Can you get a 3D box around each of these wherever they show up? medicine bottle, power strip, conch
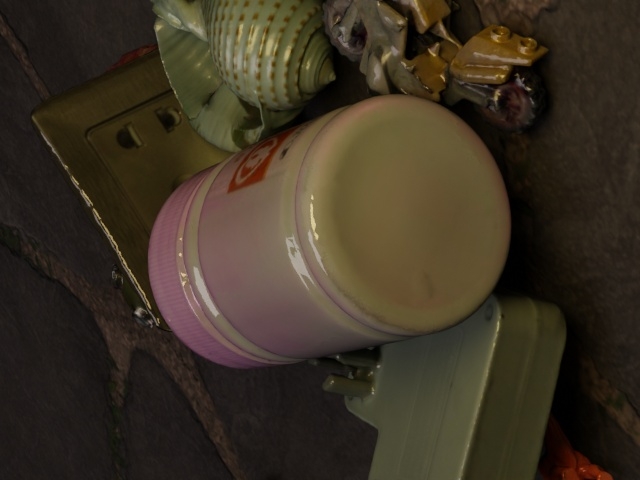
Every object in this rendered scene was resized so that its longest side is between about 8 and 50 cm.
[{"bbox_3d":[0.000,0.000,1.686,0.316,0.202,0.202,-16,100,59],"label":"medicine bottle"},{"bbox_3d":[-0.125,-0.060,1.882,0.257,0.251,0.092,58,154,7],"label":"power strip"},{"bbox_3d":[0.093,0.139,1.745,0.261,0.141,0.230,-156,79,-66],"label":"power strip"},{"bbox_3d":[-0.060,-0.182,1.808,0.200,0.131,0.172,44,147,39],"label":"conch"}]

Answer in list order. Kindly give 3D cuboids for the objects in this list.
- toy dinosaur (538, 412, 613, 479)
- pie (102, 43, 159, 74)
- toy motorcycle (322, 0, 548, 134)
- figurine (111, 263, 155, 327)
[{"bbox_3d":[0.236,0.248,1.773,0.101,0.055,0.280,-145,36,-69],"label":"toy dinosaur"},{"bbox_3d":[-0.162,-0.100,2.016,0.204,0.054,0.219,-22,77,32],"label":"pie"},{"bbox_3d":[0.092,-0.177,1.621,0.229,0.094,0.130,29,132,29],"label":"toy motorcycle"},{"bbox_3d":[-0.137,0.011,2.067,0.167,0.141,0.250,60,150,7],"label":"figurine"}]
